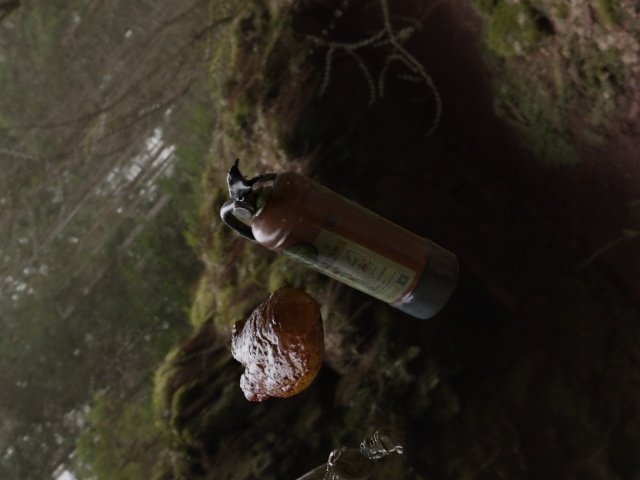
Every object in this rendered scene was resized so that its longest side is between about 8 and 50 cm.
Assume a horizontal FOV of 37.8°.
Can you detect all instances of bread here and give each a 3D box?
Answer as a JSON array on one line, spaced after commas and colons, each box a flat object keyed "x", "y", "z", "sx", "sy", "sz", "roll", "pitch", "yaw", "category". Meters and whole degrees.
[{"x": -0.070, "y": 0.151, "z": 1.296, "sx": 0.095, "sy": 0.269, "sz": 0.139, "roll": -2, "pitch": -107, "yaw": -31, "category": "bread"}]

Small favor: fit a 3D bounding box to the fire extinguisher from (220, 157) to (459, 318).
[{"x": 0.000, "y": 0.007, "z": 1.352, "sx": 0.376, "sy": 0.200, "sz": 0.113, "roll": 27, "pitch": -135, "yaw": -21, "category": "fire extinguisher"}]

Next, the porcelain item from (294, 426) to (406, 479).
[{"x": 0.039, "y": 0.349, "z": 1.430, "sx": 0.054, "sy": 0.213, "sz": 0.084, "roll": 44, "pitch": -156, "yaw": -16, "category": "porcelain item"}]
